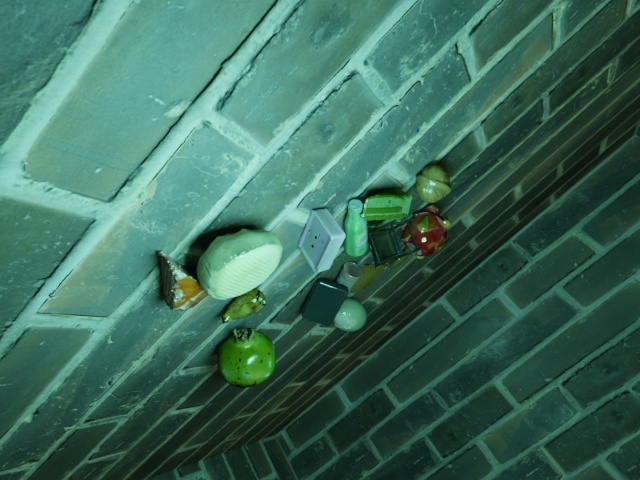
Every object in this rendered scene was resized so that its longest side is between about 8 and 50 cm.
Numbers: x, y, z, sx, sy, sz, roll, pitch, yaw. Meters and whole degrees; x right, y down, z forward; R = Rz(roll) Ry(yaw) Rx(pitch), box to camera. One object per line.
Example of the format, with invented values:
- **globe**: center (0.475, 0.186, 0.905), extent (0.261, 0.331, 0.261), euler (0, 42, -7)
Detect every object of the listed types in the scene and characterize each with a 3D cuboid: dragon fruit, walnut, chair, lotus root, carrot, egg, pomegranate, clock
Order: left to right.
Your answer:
- **lotus root**: center (-0.303, 0.256, 1.585), extent (0.191, 0.094, 0.108), euler (-28, 128, 1)
- **pomegranate**: center (-0.323, 0.497, 1.774), extent (0.261, 0.260, 0.340), euler (-23, 136, -24)
- **clock**: center (0.000, 0.000, 1.467), extent (0.063, 0.150, 0.197), euler (-12, 143, -33)
- **egg**: center (0.148, 0.398, 2.202), extent (0.183, 0.183, 0.217), euler (-41, 137, 8)
- **chair**: center (0.269, 0.018, 1.691), extent (0.142, 0.154, 0.260), euler (-6, 164, -45)
- **carrot**: center (0.479, 0.038, 2.148), extent (0.342, 0.070, 0.070), euler (-48, 150, 23)
- **dragon fruit**: center (0.493, -0.038, 1.909), extent (0.227, 0.224, 0.224), euler (-43, 153, -14)
- **walnut**: center (0.456, -0.227, 1.644), extent (0.166, 0.149, 0.166), euler (-48, 152, -37)

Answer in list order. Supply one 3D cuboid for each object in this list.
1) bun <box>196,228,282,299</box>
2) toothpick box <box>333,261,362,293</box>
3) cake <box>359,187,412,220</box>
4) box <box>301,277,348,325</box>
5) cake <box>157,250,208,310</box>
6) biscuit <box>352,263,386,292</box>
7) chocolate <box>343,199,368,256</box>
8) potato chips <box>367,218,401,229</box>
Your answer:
- **bun**: center (-0.257, 0.057, 1.273), extent (0.287, 0.146, 0.287), euler (-30, 154, -17)
- **toothpick box**: center (0.126, 0.184, 1.936), extent (0.099, 0.098, 0.148), euler (-12, 144, -37)
- **cake**: center (0.252, -0.128, 1.536), extent (0.235, 0.099, 0.100), euler (-20, 127, -51)
- **box**: center (0.019, 0.290, 1.913), extent (0.160, 0.050, 0.230), euler (20, 116, -9)
- **cake**: center (-0.434, 0.128, 1.231), extent (0.135, 0.098, 0.287), euler (-29, 151, -13)
- **biscuit**: center (0.228, 0.206, 2.172), extent (0.232, 0.013, 0.236), euler (4, 132, -51)
- **chocolate**: center (0.138, -0.052, 1.602), extent (0.110, 0.110, 0.291), euler (-29, 148, -14)
- **potato chips**: center (0.284, -0.093, 1.734), extent (0.167, 0.059, 0.228), euler (-40, 162, 23)
